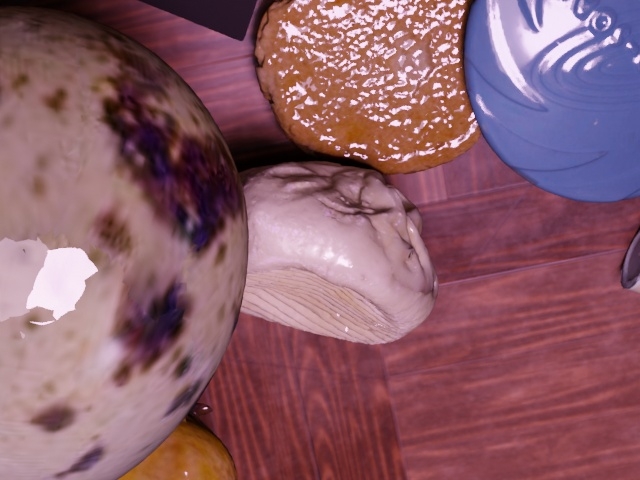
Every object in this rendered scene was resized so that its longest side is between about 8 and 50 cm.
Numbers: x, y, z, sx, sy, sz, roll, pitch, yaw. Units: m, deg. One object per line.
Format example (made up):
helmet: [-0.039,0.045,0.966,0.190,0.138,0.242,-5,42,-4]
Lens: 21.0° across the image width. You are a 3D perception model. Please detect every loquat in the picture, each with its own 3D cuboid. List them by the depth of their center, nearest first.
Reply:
loquat: [-0.176,0.212,1.525,0.213,0.213,0.213,-1,114,-3]

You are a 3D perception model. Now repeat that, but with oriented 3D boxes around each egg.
egg: [-0.233,0.026,1.294,0.345,0.345,0.428,13,137,-9]

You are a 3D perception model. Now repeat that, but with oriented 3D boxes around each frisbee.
frisbee: [0.260,-0.162,1.433,0.290,0.049,0.289,-5,113,-12]

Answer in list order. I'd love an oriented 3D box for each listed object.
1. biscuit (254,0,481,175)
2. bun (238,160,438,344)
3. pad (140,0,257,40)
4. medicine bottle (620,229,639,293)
biscuit: [0.057,-0.154,1.450,0.226,0.042,0.225,-2,115,-3]
bun: [0.000,0.000,1.449,0.231,0.231,0.133,18,73,-11]
pad: [-0.105,-0.288,1.352,0.170,0.006,0.245,21,125,0]
medicine bottle: [0.382,0.049,1.549,0.218,0.074,0.074,20,111,-10]
